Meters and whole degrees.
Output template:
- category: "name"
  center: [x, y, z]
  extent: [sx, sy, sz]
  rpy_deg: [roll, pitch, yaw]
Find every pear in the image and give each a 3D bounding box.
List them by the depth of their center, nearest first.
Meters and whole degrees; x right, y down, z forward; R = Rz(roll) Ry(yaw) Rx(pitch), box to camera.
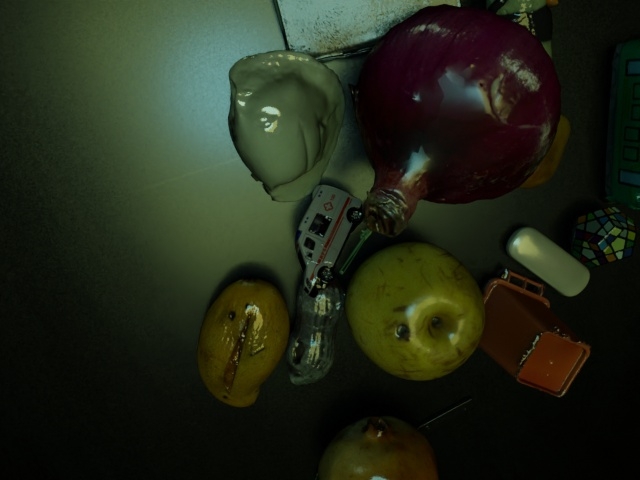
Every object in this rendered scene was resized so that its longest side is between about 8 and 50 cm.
- category: "pear"
  center: [0.180, 0.135, 0.980]
  extent: [0.280, 0.281, 0.281]
  rpy_deg: [-2, 106, -6]

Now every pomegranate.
- category: "pomegranate"
  center: [0.122, 0.496, 1.082]
  extent: [0.263, 0.264, 0.265]
  rpy_deg: [-2, 106, -6]

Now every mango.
- category: "mango"
  center: [0.424, -0.180, 1.010]
  extent: [0.111, 0.089, 0.163]
  rpy_deg: [19, 93, -23]
- category: "mango"
  center: [-0.160, 0.216, 1.035]
  extent: [0.176, 0.120, 0.295]
  rpy_deg: [15, 103, -7]

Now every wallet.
- category: "wallet"
  center: [0.080, -0.422, 0.900]
  extent: [0.317, 0.045, 0.173]
  rpy_deg: [-13, 109, 8]

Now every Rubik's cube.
- category: "Rubik's cube"
  center: [0.584, -0.007, 1.062]
  extent: [0.132, 0.133, 0.112]
  rpy_deg: [16, 132, -11]

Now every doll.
- category: "doll"
  center: [0.349, -0.367, 0.914]
  extent: [0.143, 0.135, 0.235]
  rpy_deg: [-11, 113, -1]

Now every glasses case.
- category: "glasses case"
  center: [0.488, 0.046, 1.096]
  extent: [0.204, 0.051, 0.081]
  rpy_deg: [36, 97, -11]

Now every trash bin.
- category: "trash bin"
  center: [0.416, 0.182, 1.030]
  extent: [0.161, 0.239, 0.185]
  rpy_deg: [22, 101, -12]

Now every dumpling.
- category: "dumpling"
  center: [-0.054, -0.209, 0.927]
  extent: [0.226, 0.243, 0.175]
  rpy_deg: [-30, 73, -14]

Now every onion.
- category: "onion"
  center: [0.185, -0.168, 0.828]
  extent: [0.347, 0.347, 0.385]
  rpy_deg: [38, 71, -15]

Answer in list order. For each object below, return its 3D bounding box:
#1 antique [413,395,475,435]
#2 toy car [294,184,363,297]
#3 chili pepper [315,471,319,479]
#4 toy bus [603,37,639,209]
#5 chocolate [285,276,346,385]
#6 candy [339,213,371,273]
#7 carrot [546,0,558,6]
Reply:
- category: "antique"
  center: [0.275, 0.423, 1.198]
  extent: [0.191, 0.015, 0.031]
  rpy_deg: [-30, 107, 3]
- category: "toy car"
  center: [0.000, 0.000, 0.974]
  extent: [0.108, 0.089, 0.210]
  rpy_deg: [26, 75, -3]
- category: "chili pepper"
  center: [0.019, 0.541, 1.196]
  extent: [0.055, 0.035, 0.118]
  rpy_deg: [35, 90, -27]
- category: "toy bus"
  center: [0.678, -0.217, 0.972]
  extent: [0.183, 0.199, 0.344]
  rpy_deg: [-9, 108, -5]
- category: "chocolate"
  center: [-0.010, 0.182, 1.054]
  extent: [0.110, 0.110, 0.248]
  rpy_deg: [12, 104, -10]
- category: "candy"
  center: [0.086, -0.005, 0.987]
  extent: [0.058, 0.062, 0.194]
  rpy_deg: [43, 55, -11]
- category: "carrot"
  center: [0.321, -0.487, 0.928]
  extent: [0.270, 0.062, 0.066]
  rpy_deg: [5, 73, -12]
